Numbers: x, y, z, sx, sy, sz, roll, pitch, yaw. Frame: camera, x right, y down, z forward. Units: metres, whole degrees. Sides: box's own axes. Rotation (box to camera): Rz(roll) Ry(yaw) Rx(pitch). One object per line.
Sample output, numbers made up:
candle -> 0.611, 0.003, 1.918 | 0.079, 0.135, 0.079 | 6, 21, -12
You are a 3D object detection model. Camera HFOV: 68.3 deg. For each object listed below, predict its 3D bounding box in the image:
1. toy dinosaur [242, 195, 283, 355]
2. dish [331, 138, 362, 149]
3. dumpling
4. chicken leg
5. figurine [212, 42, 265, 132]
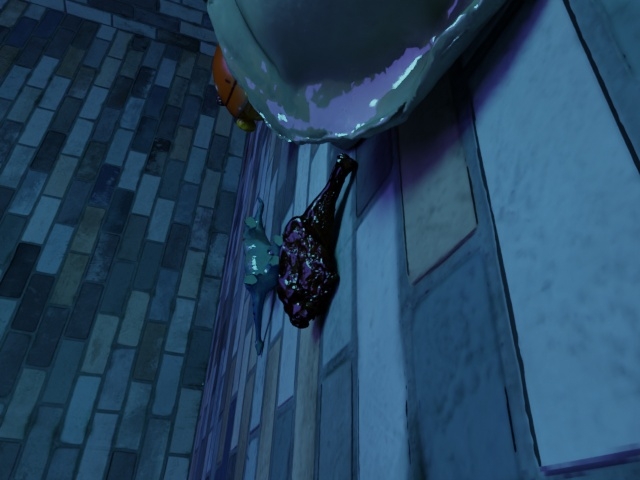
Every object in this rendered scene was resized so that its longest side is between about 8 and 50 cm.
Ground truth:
toy dinosaur -> -0.107, 0.038, 0.870 | 0.144, 0.077, 0.328 | 119, 149, -67
dish -> 0.012, -0.258, 0.562 | 0.303, 0.120, 0.302 | -168, 90, -75
dumpling -> 0.044, -0.227, 0.339 | 0.259, 0.341, 0.181 | 63, -167, 19
chicken leg -> -0.005, 0.001, 0.556 | 0.093, 0.053, 0.204 | -4, 81, 51
figurine -> -0.105, -0.361, 0.912 | 0.323, 0.196, 0.319 | 114, 176, -52
